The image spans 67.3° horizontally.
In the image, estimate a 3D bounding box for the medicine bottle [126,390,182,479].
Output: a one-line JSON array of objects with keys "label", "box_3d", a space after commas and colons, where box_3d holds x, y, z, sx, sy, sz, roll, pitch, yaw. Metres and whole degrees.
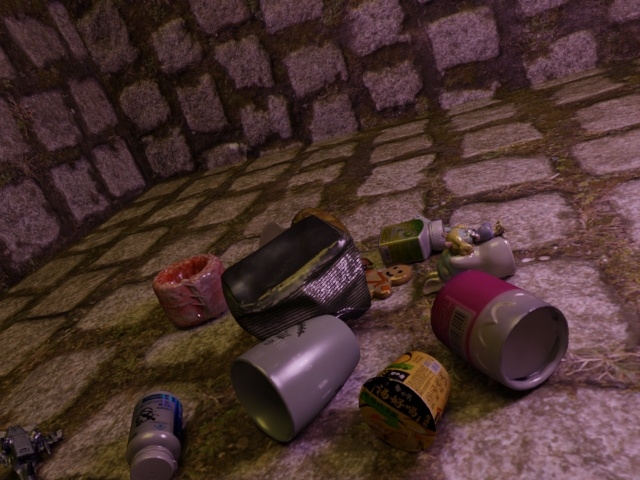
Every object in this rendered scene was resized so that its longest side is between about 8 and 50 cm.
[{"label": "medicine bottle", "box_3d": [-0.344, 0.412, 1.003, 0.107, 0.106, 0.191, -23, 23, -6]}]

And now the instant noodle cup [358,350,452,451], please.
[{"label": "instant noodle cup", "box_3d": [0.162, 0.280, 0.863, 0.152, 0.151, 0.122, 2, 22, 41]}]

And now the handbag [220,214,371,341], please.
[{"label": "handbag", "box_3d": [-0.051, 0.125, 1.201, 0.341, 0.240, 0.247, -34, 30, -12]}]

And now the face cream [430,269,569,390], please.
[{"label": "face cream", "box_3d": [0.336, 0.165, 0.918, 0.175, 0.175, 0.195, -27, 25, -15]}]

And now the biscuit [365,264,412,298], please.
[{"label": "biscuit", "box_3d": [0.146, 0.124, 1.341, 0.235, 0.030, 0.153, -22, 25, -4]}]

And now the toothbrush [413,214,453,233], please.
[{"label": "toothbrush", "box_3d": [0.383, -0.032, 1.476, 0.040, 0.040, 0.386, -25, 24, -10]}]

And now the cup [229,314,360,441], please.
[{"label": "cup", "box_3d": [-0.059, 0.279, 1.024, 0.234, 0.186, 0.258, -29, -4, -40]}]

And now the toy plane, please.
[{"label": "toy plane", "box_3d": [-0.683, 0.500, 1.109, 0.192, 0.088, 0.262, -4, 12, -42]}]

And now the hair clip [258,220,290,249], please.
[{"label": "hair clip", "box_3d": [-0.149, 0.053, 1.620, 0.173, 0.113, 0.282, -16, 53, 24]}]

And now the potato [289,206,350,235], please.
[{"label": "potato", "box_3d": [0.000, 0.000, 1.526, 0.176, 0.141, 0.298, -51, 41, 7]}]

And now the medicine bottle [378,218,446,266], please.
[{"label": "medicine bottle", "box_3d": [0.275, 0.000, 1.429, 0.189, 0.088, 0.132, -12, 24, 19]}]

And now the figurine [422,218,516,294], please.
[{"label": "figurine", "box_3d": [0.352, 0.047, 1.200, 0.236, 0.155, 0.127, -17, 37, 18]}]

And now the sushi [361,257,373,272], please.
[{"label": "sushi", "box_3d": [0.113, 0.086, 1.425, 0.099, 0.047, 0.050, -35, -18, -7]}]

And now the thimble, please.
[{"label": "thimble", "box_3d": [-0.401, 0.157, 1.538, 0.239, 0.162, 0.239, -15, 21, 6]}]
